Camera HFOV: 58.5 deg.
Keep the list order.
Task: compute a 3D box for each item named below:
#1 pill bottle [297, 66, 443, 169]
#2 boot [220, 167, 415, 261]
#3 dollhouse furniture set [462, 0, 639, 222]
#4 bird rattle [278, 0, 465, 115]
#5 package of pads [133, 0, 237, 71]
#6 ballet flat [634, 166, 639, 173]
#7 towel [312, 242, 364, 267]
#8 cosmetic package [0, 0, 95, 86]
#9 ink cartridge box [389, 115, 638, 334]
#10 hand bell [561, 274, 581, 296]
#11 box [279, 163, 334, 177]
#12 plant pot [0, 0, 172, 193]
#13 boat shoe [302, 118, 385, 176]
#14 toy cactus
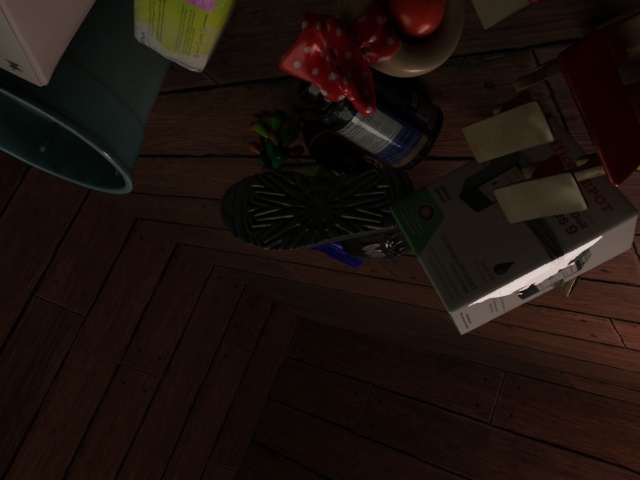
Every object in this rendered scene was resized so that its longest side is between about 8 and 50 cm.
[{"bbox_3d":[0.078,-0.215,0.920,0.219,0.122,0.123,29,163,-19],"label":"pill bottle"},{"bbox_3d":[0.038,-0.036,1.215,0.367,0.146,0.445,0,175,12],"label":"boot"},{"bbox_3d":[0.270,-0.183,0.585,0.135,0.262,0.259,-11,112,59],"label":"dollhouse furniture set"},{"bbox_3d":[0.075,-0.258,0.613,0.207,0.253,0.143,3,174,-27],"label":"bird rattle"},{"bbox_3d":[-0.103,-0.333,0.593,0.101,0.229,0.296,26,164,-13],"label":"package of pads"},{"bbox_3d":[0.527,-0.117,0.765,0.231,0.077,0.077,16,141,13],"label":"ballet flat"},{"bbox_3d":[0.000,0.000,1.787,0.308,0.076,0.227,23,163,-1],"label":"towel"},{"bbox_3d":[-0.250,-0.349,0.487,0.197,0.365,0.155,24,164,-8],"label":"cosmetic package"},{"bbox_3d":[0.285,-0.024,0.872,0.211,0.289,0.121,65,-172,32],"label":"ink cartridge box"},{"bbox_3d":[0.451,0.011,1.244,0.242,0.126,0.126,29,168,27],"label":"hand bell"},{"bbox_3d":[-0.026,-0.144,1.419,0.178,0.042,0.109,5,157,45],"label":"box"},{"bbox_3d":[-0.372,-0.297,0.869,0.341,0.334,0.341,20,163,7],"label":"plant pot"},{"bbox_3d":[0.052,-0.177,1.180,0.257,0.095,0.095,33,-163,-54],"label":"boat shoe"},{"bbox_3d":[-0.092,-0.175,1.198,0.112,0.180,0.219,9,178,-33],"label":"toy cactus"}]
